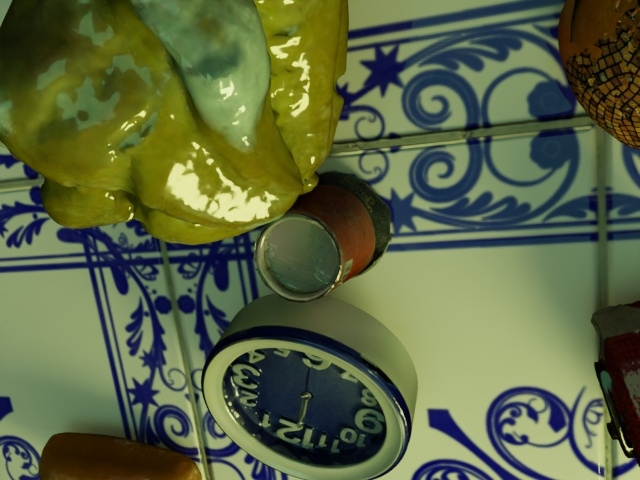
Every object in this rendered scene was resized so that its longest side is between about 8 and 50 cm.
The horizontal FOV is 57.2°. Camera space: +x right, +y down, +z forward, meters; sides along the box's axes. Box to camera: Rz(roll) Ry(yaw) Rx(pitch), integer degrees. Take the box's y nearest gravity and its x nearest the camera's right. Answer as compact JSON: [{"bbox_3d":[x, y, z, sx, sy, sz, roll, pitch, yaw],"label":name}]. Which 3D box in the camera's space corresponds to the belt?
[{"bbox_3d":[0.324,0.145,0.542,0.124,0.128,0.201,-19,99,19],"label":"belt"}]

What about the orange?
[{"bbox_3d":[0.305,-0.176,0.443,0.234,0.182,0.235,1,101,4],"label":"orange"}]

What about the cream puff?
[{"bbox_3d":[-0.115,-0.153,0.516,0.275,0.378,0.378,20,114,-29],"label":"cream puff"}]

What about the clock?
[{"bbox_3d":[-0.012,0.164,0.642,0.230,0.083,0.231,9,128,12],"label":"clock"}]

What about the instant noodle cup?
[{"bbox_3d":[-0.002,0.001,0.598,0.127,0.135,0.127,5,106,17],"label":"instant noodle cup"}]

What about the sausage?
[{"bbox_3d":[-0.273,0.314,0.789,0.238,0.098,0.098,6,106,14],"label":"sausage"}]
